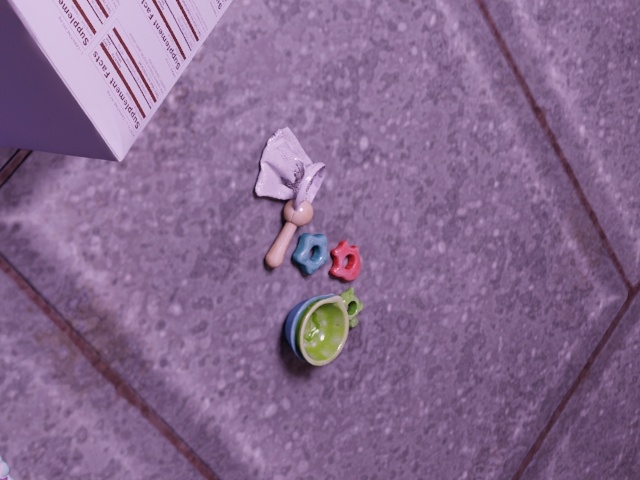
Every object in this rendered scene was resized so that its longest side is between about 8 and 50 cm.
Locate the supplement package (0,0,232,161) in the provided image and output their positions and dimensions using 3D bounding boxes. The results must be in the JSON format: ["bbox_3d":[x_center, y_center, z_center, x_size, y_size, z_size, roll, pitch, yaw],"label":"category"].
[{"bbox_3d":[-0.176,-0.178,0.851,0.203,0.194,0.149,-60,141,-28],"label":"supplement package"}]

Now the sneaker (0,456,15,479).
[{"bbox_3d":[-0.282,0.209,1.107,0.069,0.038,0.098,-45,128,-27],"label":"sneaker"}]

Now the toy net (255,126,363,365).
[{"bbox_3d":[0.000,0.000,1.319,0.122,0.045,0.232,-25,118,-37],"label":"toy net"}]
